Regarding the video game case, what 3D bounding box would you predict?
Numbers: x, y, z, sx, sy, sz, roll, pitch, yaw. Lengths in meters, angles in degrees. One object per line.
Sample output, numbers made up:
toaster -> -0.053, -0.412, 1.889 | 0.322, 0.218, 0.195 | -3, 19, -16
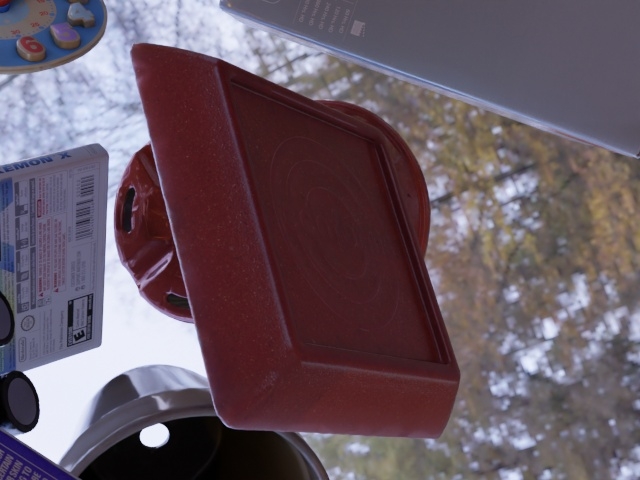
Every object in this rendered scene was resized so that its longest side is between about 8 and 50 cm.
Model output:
video game case -> -0.413, 0.049, 1.542 | 0.300, 0.329, 0.036 | -17, -136, -32

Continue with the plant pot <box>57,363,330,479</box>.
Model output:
plant pot -> -0.172, 0.280, 1.403 | 0.323, 0.323, 0.280 | 52, 179, -24

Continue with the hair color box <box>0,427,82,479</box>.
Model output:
hair color box -> -0.248, 0.113, 0.487 | 0.339, 0.185, 0.110 | 37, -144, -12

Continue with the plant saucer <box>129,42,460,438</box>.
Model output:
plant saucer -> 0.000, 0.000, 0.813 | 0.258, 0.048, 0.259 | 16, -128, -54

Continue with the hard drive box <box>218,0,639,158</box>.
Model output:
hard drive box -> 0.070, -0.131, 0.695 | 0.232, 0.089, 0.181 | 19, -173, -1

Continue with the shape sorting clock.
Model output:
shape sorting clock -> -0.307, -0.221, 1.155 | 0.206, 0.206, 0.040 | -69, -9, -52

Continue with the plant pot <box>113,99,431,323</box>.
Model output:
plant pot -> -0.061, -0.023, 1.276 | 0.265, 0.272, 0.272 | -3, -108, -62

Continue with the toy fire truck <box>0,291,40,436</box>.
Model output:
toy fire truck -> -0.344, 0.093, 0.986 | 0.246, 0.159, 0.217 | -16, -91, -72
